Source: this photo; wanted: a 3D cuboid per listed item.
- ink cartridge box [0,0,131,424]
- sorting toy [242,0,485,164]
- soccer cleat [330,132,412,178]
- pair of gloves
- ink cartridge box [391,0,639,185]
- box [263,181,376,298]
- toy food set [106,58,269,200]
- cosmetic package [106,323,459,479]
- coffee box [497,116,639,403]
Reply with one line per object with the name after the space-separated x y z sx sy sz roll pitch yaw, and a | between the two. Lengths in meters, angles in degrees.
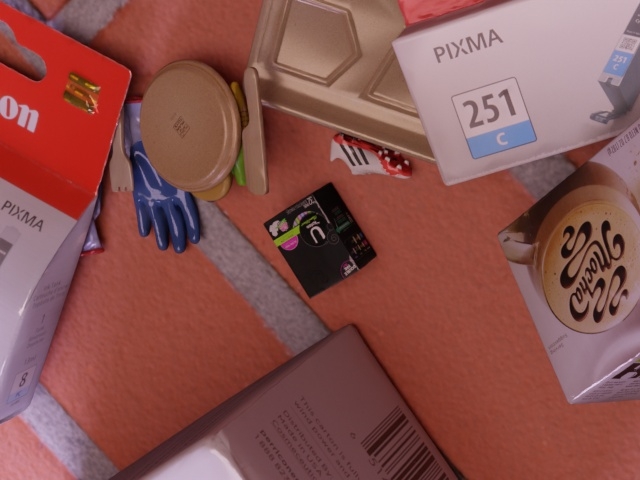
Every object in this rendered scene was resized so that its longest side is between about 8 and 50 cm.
-0.376 -0.051 1.714 0.308 0.091 0.385 28 114 18 | ink cartridge box
0.100 -0.188 1.548 0.307 0.041 0.229 19 111 8 | sorting toy
0.046 -0.072 1.602 0.083 0.029 0.035 27 120 16 | soccer cleat
-0.194 -0.061 1.697 0.198 0.023 0.159 -6 102 21 | pair of gloves
0.201 -0.211 1.457 0.296 0.066 0.261 -17 103 18 | ink cartridge box
0.000 0.000 1.623 0.062 0.052 0.083 -31 93 26 | box
-0.116 -0.102 1.622 0.192 0.038 0.132 3 100 37 | toy food set
-0.079 0.343 1.593 0.394 0.327 0.329 -36 90 26 | cosmetic package
0.300 -0.010 1.399 0.297 0.119 0.168 -42 59 41 | coffee box
